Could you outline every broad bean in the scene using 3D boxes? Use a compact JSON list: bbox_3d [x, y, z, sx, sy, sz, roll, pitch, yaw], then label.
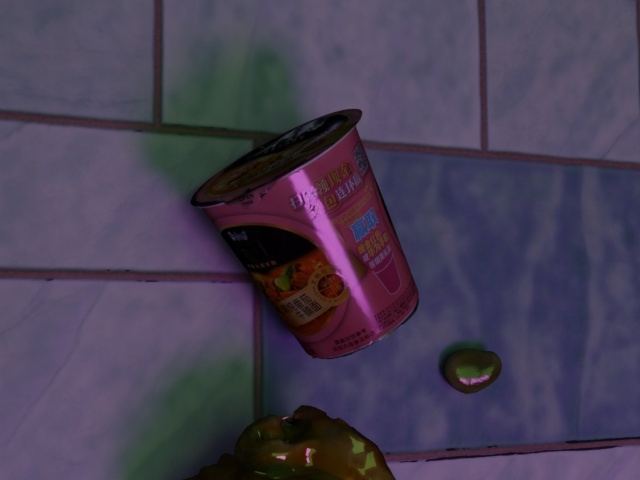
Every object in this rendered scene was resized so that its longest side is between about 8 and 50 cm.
[{"bbox_3d":[0.212,0.182,1.473,0.083,0.045,0.063,-10,88,-18],"label":"broad bean"}]

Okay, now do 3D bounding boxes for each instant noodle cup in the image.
[{"bbox_3d":[0.000,0.000,1.303,0.244,0.244,0.255,-35,107,-24],"label":"instant noodle cup"}]

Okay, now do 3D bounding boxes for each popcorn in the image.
[{"bbox_3d":[-0.019,0.376,1.230,0.290,0.325,0.321,-13,47,-23],"label":"popcorn"}]
